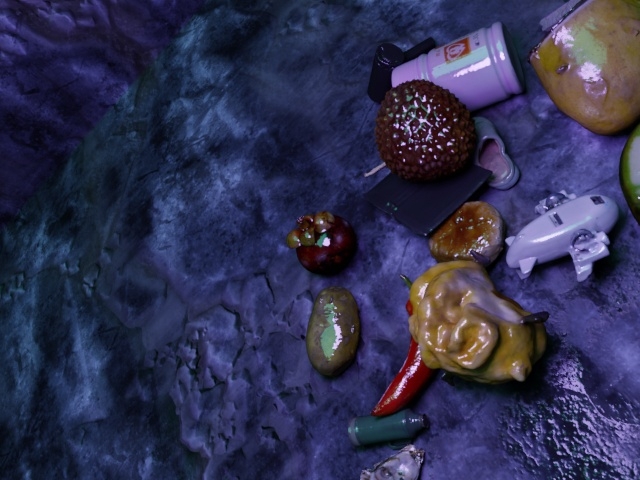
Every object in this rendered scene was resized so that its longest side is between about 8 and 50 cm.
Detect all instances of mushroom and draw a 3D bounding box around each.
[{"bbox_3d":[0.248,-0.261,1.786,0.286,0.028,0.025,-30,51,26],"label":"mushroom"}]

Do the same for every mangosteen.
[{"bbox_3d":[0.000,0.000,1.707,0.200,0.200,0.199,-17,57,28],"label":"mangosteen"}]

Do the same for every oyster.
[{"bbox_3d":[0.174,0.541,1.380,0.166,0.053,0.108,-39,55,12],"label":"oyster"}]

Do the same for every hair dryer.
[{"bbox_3d":[0.259,-0.546,1.860,0.251,0.197,0.089,-35,73,-18],"label":"hair dryer"}]

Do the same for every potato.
[{"bbox_3d":[0.034,0.242,1.610,0.150,0.113,0.251,-8,70,24],"label":"potato"},{"bbox_3d":[0.706,-0.421,1.444,0.397,0.290,0.296,-28,77,-28],"label":"potato"}]

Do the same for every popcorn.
[{"bbox_3d":[0.337,0.199,1.328,0.316,0.298,0.280,-80,14,-71],"label":"popcorn"}]

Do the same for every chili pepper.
[{"bbox_3d":[0.223,0.250,1.456,0.137,0.092,0.368,12,61,7],"label":"chili pepper"}]

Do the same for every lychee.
[{"bbox_3d":[0.258,-0.283,1.544,0.268,0.267,0.267,-17,57,28],"label":"lychee"}]

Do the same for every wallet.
[{"bbox_3d":[0.273,-0.142,1.629,0.247,0.041,0.323,-43,32,-6],"label":"wallet"}]

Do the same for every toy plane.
[{"bbox_3d":[0.543,-0.011,1.366,0.267,0.122,0.266,-30,34,23],"label":"toy plane"}]

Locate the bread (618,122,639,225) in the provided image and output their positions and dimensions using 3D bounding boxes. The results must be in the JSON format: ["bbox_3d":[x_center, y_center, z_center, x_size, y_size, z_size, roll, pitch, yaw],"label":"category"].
[{"bbox_3d":[0.818,-0.147,1.236,0.366,0.129,0.381,-5,62,37],"label":"bread"}]

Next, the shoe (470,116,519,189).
[{"bbox_3d":[0.432,-0.243,1.590,0.103,0.100,0.251,-34,53,17],"label":"shoe"}]

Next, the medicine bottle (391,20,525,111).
[{"bbox_3d":[0.378,-0.446,1.670,0.316,0.202,0.202,-17,57,28],"label":"medicine bottle"}]

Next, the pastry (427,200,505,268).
[{"bbox_3d":[0.365,-0.008,1.512,0.193,0.093,0.182,-2,62,37],"label":"pastry"}]

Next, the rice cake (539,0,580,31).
[{"bbox_3d":[0.688,-0.624,1.581,0.270,0.055,0.048,-23,73,60],"label":"rice cake"}]

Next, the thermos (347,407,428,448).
[{"bbox_3d":[0.162,0.443,1.427,0.188,0.073,0.083,-19,54,27],"label":"thermos"}]
